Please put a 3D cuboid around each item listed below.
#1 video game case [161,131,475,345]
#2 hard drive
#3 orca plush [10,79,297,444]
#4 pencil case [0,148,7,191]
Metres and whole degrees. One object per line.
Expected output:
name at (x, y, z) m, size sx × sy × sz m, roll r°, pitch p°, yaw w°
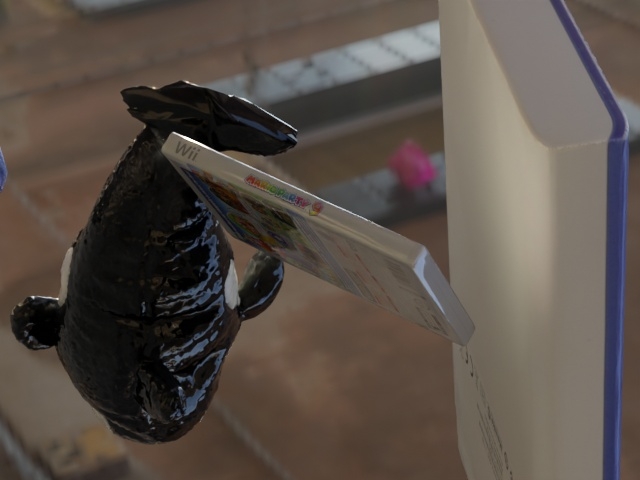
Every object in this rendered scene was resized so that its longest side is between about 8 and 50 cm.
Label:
video game case at (0.000, 0.000, 0.799) m, size 0.122 × 0.011 × 0.087 m, roll 25°, pitch -14°, yaw 27°
hard drive at (0.097, 0.033, 0.927) m, size 0.210 × 0.040 × 0.318 m, roll -105°, pitch -172°, yaw -54°
orca plush at (-0.069, 0.043, 1.042) m, size 0.287 × 0.151 × 0.102 m, roll -57°, pitch -137°, yaw 45°
pencil case at (-0.246, -0.150, 1.063) m, size 0.119 × 0.133 × 0.306 m, roll 71°, pitch 9°, yaw -68°
